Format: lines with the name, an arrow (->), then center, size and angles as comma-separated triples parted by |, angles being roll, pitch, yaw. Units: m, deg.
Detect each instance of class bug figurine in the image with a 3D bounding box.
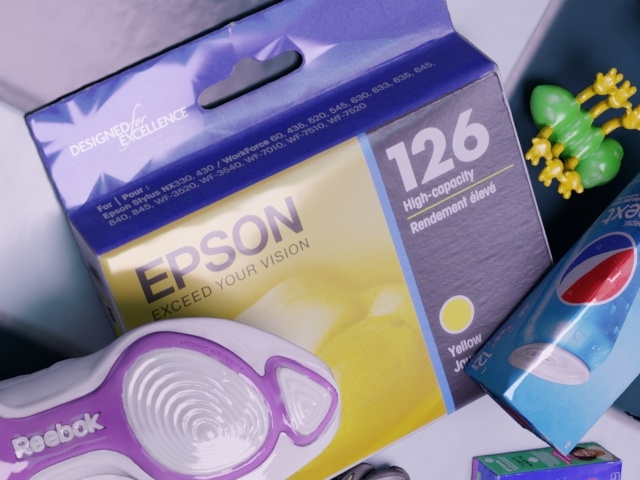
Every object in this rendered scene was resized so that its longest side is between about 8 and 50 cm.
bug figurine -> 0.260, -0.069, 1.421 | 0.279, 0.072, 0.216 | -42, 113, -6

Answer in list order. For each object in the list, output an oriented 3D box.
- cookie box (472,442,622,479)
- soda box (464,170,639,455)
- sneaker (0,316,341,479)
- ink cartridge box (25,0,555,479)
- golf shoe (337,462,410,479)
cookie box -> 0.165, 0.203, 1.466 | 0.107, 0.040, 0.091 | -4, 105, -25
soda box -> 0.200, 0.040, 1.348 | 0.210, 0.067, 0.071 | -48, 114, -5
sneaker -> -0.142, 0.114, 1.231 | 0.305, 0.152, 0.114 | -9, 89, -8
ink cartridge box -> 0.000, 0.000, 1.320 | 0.304, 0.072, 0.307 | -26, 116, -15
golf shoe -> 0.037, 0.259, 1.393 | 0.077, 0.094, 0.198 | -3, 106, -26
